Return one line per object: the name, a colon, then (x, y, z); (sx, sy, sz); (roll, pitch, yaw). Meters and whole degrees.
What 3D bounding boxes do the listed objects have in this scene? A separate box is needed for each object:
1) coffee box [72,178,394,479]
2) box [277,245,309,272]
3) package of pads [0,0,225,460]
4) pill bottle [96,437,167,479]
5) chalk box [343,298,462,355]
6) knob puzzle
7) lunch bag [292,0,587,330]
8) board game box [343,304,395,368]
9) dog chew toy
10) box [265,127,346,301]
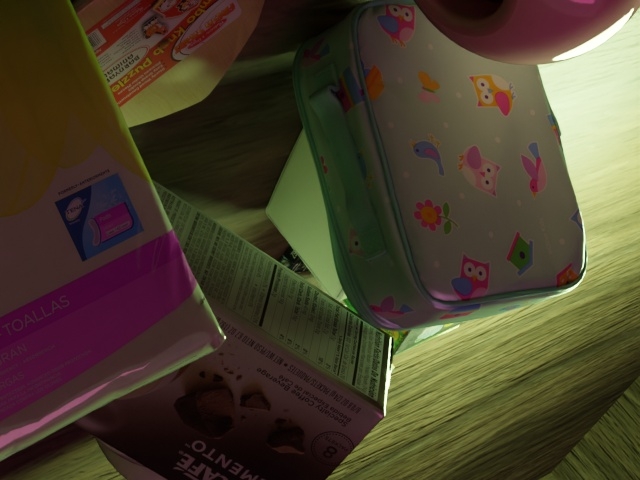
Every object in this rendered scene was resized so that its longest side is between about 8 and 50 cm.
coffee box: (-0.109, 0.084, 1.138); (0.168, 0.297, 0.119); (-50, -166, 26)
box: (0.000, 0.000, 1.526); (0.067, 0.018, 0.083); (-8, 143, -52)
package of pads: (-0.219, -0.022, 0.791); (0.229, 0.296, 0.101); (-27, -172, -27)
pill bottle: (-0.112, 0.171, 1.436); (0.204, 0.204, 0.361); (-38, 158, -3)
chalk box: (0.105, 0.032, 1.608); (0.132, 0.132, 0.213); (-19, 152, -42)
knob puzzle: (-0.118, -0.151, 1.028); (0.213, 0.030, 0.213); (-33, 157, -16)
lunch bag: (0.094, -0.069, 1.201); (0.224, 0.279, 0.108); (-9, 169, -35)
board game box: (0.020, 0.114, 1.668); (0.026, 0.103, 0.154); (-44, 158, 13)
dog chew toy: (0.211, -0.270, 1.104); (0.332, 0.206, 0.206); (-33, 159, -34)
box: (0.087, -0.061, 1.396); (0.232, 0.127, 0.148); (-21, 153, -36)
